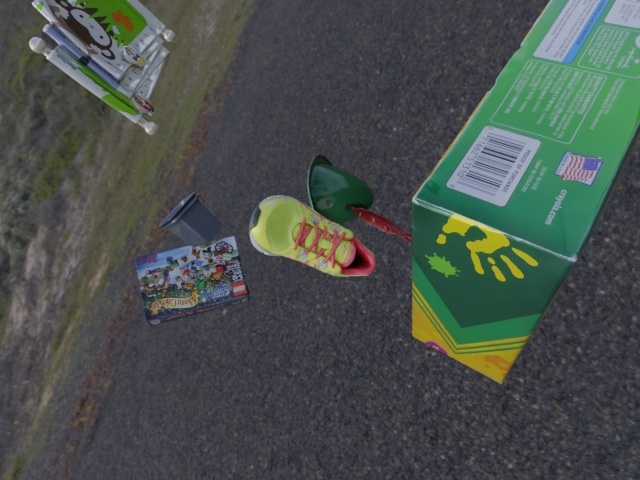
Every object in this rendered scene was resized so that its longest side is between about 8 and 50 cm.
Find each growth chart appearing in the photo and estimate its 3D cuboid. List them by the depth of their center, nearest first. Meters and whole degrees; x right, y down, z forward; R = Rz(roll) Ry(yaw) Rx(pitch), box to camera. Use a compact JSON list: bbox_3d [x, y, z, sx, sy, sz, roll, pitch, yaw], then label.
[{"bbox_3d":[-0.262,-0.255,0.547,0.021,0.172,0.237,-29,47,30],"label":"growth chart"}]

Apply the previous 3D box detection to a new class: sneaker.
[{"bbox_3d":[0.000,0.000,0.574,0.094,0.209,0.081,18,88,44],"label":"sneaker"}]

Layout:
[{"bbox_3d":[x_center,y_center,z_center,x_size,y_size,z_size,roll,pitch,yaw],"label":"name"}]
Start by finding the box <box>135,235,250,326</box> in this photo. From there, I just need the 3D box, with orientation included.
[{"bbox_3d":[-0.297,0.091,1.033,0.044,0.233,0.159,108,145,-62],"label":"box"}]

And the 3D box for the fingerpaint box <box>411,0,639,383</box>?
[{"bbox_3d":[0.305,-0.072,0.621,0.163,0.371,0.444,27,65,26],"label":"fingerpaint box"}]

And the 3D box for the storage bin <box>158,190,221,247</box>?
[{"bbox_3d":[-0.272,-0.041,0.948,0.135,0.091,0.098,-10,40,58],"label":"storage bin"}]

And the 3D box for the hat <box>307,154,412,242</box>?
[{"bbox_3d":[0.098,-0.098,0.922,0.184,0.208,0.172,-6,61,25],"label":"hat"}]
